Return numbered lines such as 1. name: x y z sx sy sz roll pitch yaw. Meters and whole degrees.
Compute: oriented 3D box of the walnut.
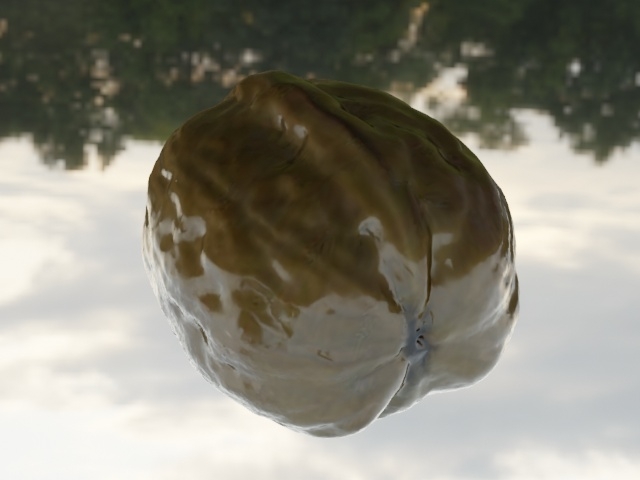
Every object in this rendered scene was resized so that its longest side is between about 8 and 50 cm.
1. walnut: 0.001 0.002 1.482 0.306 0.306 0.344 -4 -141 -32
